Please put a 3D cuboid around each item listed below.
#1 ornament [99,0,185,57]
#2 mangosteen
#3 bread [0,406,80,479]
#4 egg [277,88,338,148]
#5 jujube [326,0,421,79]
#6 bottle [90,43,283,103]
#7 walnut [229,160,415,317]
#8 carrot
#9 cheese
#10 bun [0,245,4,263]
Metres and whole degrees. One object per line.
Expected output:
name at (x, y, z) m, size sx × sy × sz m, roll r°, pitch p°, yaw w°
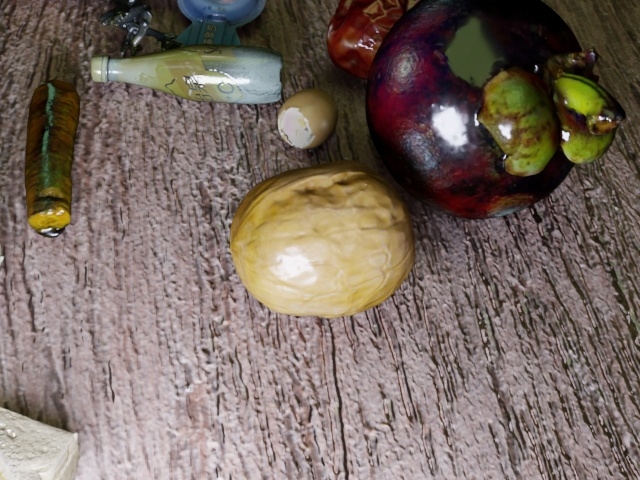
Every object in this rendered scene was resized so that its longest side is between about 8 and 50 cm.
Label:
ornament at (-0.235, -0.362, 1.977) m, size 0.202 × 0.080 × 0.236 m, roll -24°, pitch 42°, yaw 6°
mangosteen at (0.224, -0.185, 1.713) m, size 0.306 × 0.359 × 0.306 m, roll 5°, pitch 80°, yaw -28°
bread at (-0.333, 0.233, 1.395) m, size 0.152 × 0.077 × 0.105 m, roll 16°, pitch 44°, yaw 10°
egg at (-0.014, -0.170, 1.851) m, size 0.080 × 0.080 × 0.096 m, roll 30°, pitch 41°, yaw 21°
jujube at (0.098, -0.330, 1.987) m, size 0.155 × 0.155 × 0.230 m, roll 22°, pitch 54°, yaw 14°
bottle at (-0.188, -0.237, 1.889) m, size 0.269 × 0.083 × 0.083 m, roll 2°, pitch 44°, yaw -4°
walnut at (0.000, 0.000, 1.606) m, size 0.221 × 0.195 × 0.195 m, roll -5°, pitch 46°, yaw -12°
carrot at (-0.349, -0.111, 1.752) m, size 0.070 × 0.070 × 0.260 m, roll 0°, pitch 46°, yaw -9°
cheese at (-0.155, -0.344, 2.026) m, size 0.135 × 0.052 × 0.245 m, roll 7°, pitch 47°, yaw 2°
bun at (-0.466, 0.031, 1.544) m, size 0.229 × 0.145 × 0.229 m, roll -21°, pitch 40°, yaw 19°
